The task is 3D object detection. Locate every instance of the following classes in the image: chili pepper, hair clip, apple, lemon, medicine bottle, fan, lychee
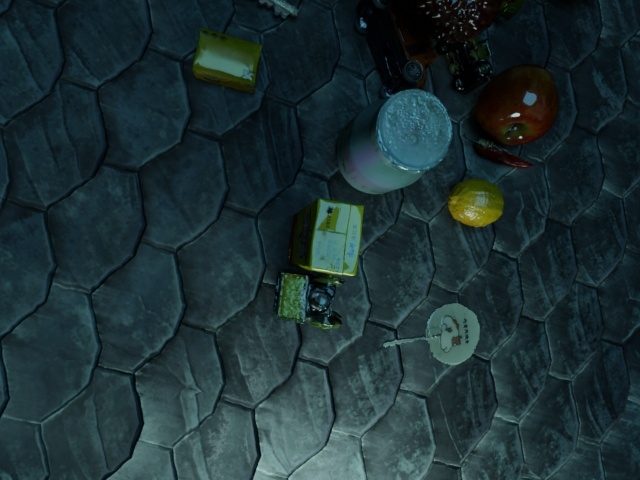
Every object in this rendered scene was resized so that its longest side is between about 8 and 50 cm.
[{"bbox_3d":[0.564,-0.276,1.308,0.267,0.059,0.051,19,123,-14],"label":"chili pepper"},{"bbox_3d":[-0.161,-0.688,1.157,0.213,0.056,0.063,32,66,-18],"label":"hair clip"},{"bbox_3d":[0.592,-0.410,1.232,0.229,0.230,0.230,0,88,-13],"label":"apple"},{"bbox_3d":[0.471,-0.111,1.233,0.186,0.142,0.143,17,85,-17],"label":"lemon"},{"bbox_3d":[0.191,-0.259,1.098,0.244,0.290,0.246,0,89,-13],"label":"medicine bottle"},{"bbox_3d":[0.346,0.296,1.261,0.328,0.009,0.191,-4,90,-13],"label":"fan"},{"bbox_3d":[0.337,-0.663,1.027,0.329,0.306,0.307,21,84,6],"label":"lychee"}]

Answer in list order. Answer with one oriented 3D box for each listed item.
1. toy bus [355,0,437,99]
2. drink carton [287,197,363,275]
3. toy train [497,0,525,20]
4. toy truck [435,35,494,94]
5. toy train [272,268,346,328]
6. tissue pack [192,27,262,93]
[{"bbox_3d":[0.227,-0.568,1.191,0.153,0.143,0.330,-21,90,-22],"label":"toy bus"},{"bbox_3d":[0.000,0.000,1.016,0.111,0.351,0.155,8,86,-12],"label":"drink carton"},{"bbox_3d":[0.510,-0.770,1.254,0.225,0.090,0.138,0,65,-29],"label":"toy train"},{"bbox_3d":[0.443,-0.589,1.253,0.127,0.127,0.258,-23,93,-27],"label":"toy truck"},{"bbox_3d":[-0.026,0.147,1.063,0.177,0.261,0.134,6,86,1],"label":"toy train"},{"bbox_3d":[-0.248,-0.482,1.112,0.169,0.082,0.120,12,87,-12],"label":"tissue pack"}]
